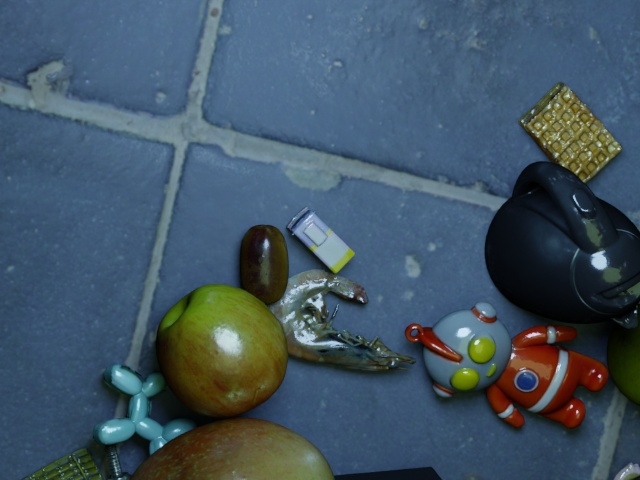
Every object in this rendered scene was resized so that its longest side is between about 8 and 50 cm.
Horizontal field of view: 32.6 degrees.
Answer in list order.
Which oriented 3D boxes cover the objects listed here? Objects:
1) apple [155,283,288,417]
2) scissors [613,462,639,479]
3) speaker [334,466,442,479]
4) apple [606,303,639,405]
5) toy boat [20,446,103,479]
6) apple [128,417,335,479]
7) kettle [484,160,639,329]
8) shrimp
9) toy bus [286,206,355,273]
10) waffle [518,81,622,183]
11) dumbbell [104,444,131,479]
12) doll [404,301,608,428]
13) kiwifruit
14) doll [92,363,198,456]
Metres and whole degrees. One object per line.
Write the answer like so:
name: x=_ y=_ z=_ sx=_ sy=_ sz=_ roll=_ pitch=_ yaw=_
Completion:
apple: x=-0.148 y=0.158 z=1.604 sx=0.196 sy=0.196 sz=0.195 roll=-1 pitch=98 yaw=-10
scissors: x=0.501 y=0.478 z=1.845 sx=0.318 sy=0.024 sz=0.160 roll=-32 pitch=102 yaw=-4
speaker: x=0.095 y=0.469 z=1.708 sx=0.231 sy=0.153 sz=0.192 roll=-4 pitch=97 yaw=-9
apple: x=0.553 y=0.181 z=1.743 sx=0.197 sy=0.157 sz=0.196 roll=0 pitch=91 yaw=-15
toy boat: x=-0.398 y=0.368 z=1.680 sx=0.115 sy=0.016 sz=0.063 roll=-27 pitch=102 yaw=-6
apple: x=-0.138 y=0.410 z=1.537 sx=0.277 sy=0.319 sz=0.319 roll=7 pitch=98 yaw=-51
kettle: x=0.371 y=0.003 z=1.626 sx=0.207 sy=0.290 sz=0.268 roll=-29 pitch=100 yaw=-4
shrimp: x=0.037 y=0.133 z=1.706 sx=0.251 sy=0.052 sz=0.143 roll=19 pitch=91 yaw=-11
toy bus: x=0.000 y=0.000 z=1.678 sx=0.052 sy=0.058 sz=0.102 roll=-46 pitch=103 yaw=-2
waffle: x=0.395 y=-0.167 z=1.732 sx=0.102 sy=0.042 sz=0.148 roll=-45 pitch=102 yaw=-3
dumbbell: x=-0.292 y=0.433 z=1.669 sx=0.110 sy=0.110 sz=0.254 roll=-13 pitch=93 yaw=-8
doll: x=0.287 y=0.195 z=1.727 sx=0.337 sy=0.105 sz=0.199 roll=22 pitch=111 yaw=-13
kiwifruit: x=-0.085 y=0.037 z=1.662 sx=0.075 sy=0.075 sz=0.124 roll=-5 pitch=95 yaw=-9
doll: x=-0.262 y=0.272 z=1.658 sx=0.159 sy=0.059 sz=0.159 roll=8 pitch=76 yaw=-25
